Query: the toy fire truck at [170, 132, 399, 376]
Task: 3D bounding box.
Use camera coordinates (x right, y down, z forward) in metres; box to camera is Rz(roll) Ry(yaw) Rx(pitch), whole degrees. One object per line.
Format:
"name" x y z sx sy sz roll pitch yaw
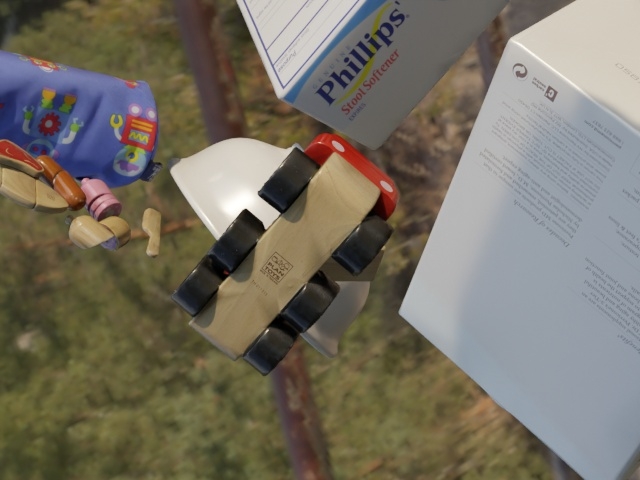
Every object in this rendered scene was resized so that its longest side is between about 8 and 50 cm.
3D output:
"toy fire truck" 0.000 0.000 1.294 0.158 0.246 0.217 39 115 -4

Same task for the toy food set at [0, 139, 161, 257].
"toy food set" -0.155 -0.024 0.805 0.019 0.122 0.078 -54 20 22

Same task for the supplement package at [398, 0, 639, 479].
"supplement package" 0.215 -0.014 0.880 0.199 0.198 0.263 42 141 21

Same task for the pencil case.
"pencil case" -0.320 -0.132 1.414 0.119 0.306 0.133 33 109 52

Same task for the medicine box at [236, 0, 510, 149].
"medicine box" 0.052 -0.297 1.469 0.263 0.149 0.289 -48 39 22

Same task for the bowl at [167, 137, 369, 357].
"bowl" -0.033 -0.018 1.540 0.298 0.134 0.298 50 -179 -2
